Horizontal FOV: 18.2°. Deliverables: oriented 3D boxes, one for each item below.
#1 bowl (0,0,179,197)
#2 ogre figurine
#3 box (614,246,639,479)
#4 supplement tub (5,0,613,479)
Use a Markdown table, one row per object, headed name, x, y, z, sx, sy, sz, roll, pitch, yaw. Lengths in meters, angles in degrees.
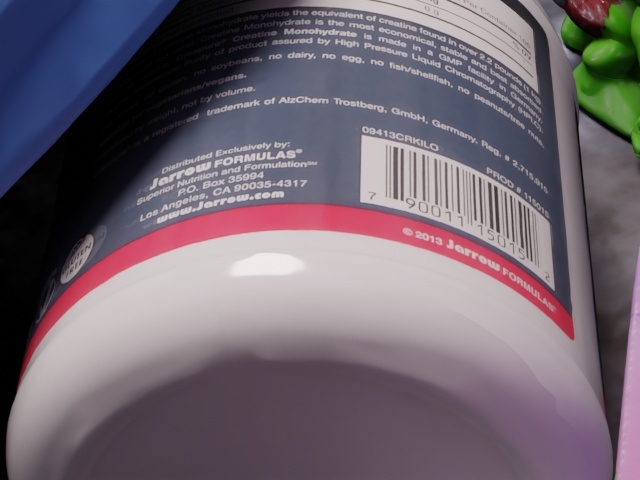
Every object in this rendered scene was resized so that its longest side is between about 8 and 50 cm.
| name | x | y | z | sx | sy | sz | roll | pitch | yaw |
| --- | --- | --- | --- | --- | --- | --- | --- | --- | --- |
| bowl | -0.143 | -0.091 | 0.755 | 0.391 | 0.077 | 0.391 | -40 | 19 | 17 |
| ogre figurine | 0.133 | -0.125 | 0.894 | 0.097 | 0.118 | 0.197 | 2 | 42 | 8 |
| box | 0.173 | 0.126 | 0.477 | 0.213 | 0.117 | 0.243 | 4 | 42 | 11 |
| supplement tub | 0.000 | 0.000 | 0.710 | 0.191 | 0.191 | 0.272 | -2 | 41 | 4 |
